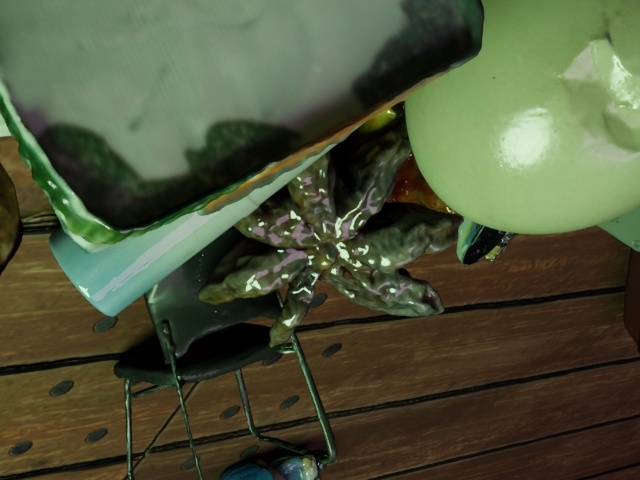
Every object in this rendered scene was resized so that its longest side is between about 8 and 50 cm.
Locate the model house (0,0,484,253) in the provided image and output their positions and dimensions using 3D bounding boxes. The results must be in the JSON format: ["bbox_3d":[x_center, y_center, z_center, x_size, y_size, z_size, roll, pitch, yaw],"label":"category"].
[{"bbox_3d":[-0.095,-0.105,0.953,0.271,0.190,0.301,-30,180,-24],"label":"model house"}]

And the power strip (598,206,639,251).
[{"bbox_3d":[0.341,-0.065,1.505,0.061,0.145,0.215,-48,167,-40],"label":"power strip"}]

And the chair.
[{"bbox_3d":[-0.096,0.094,1.321,0.140,0.221,0.145,-19,-168,-31],"label":"chair"}]

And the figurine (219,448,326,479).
[{"bbox_3d":[-0.055,0.255,1.691,0.136,0.079,0.077,-32,141,-59],"label":"figurine"}]

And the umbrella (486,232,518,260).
[{"bbox_3d":[0.185,-0.039,1.491,0.037,0.040,0.144,-5,138,-34],"label":"umbrella"}]

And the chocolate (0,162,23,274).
[{"bbox_3d":[-0.254,-0.018,0.927,0.127,0.124,0.133,-34,125,10],"label":"chocolate"}]

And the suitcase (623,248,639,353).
[{"bbox_3d":[0.474,0.045,1.836,0.236,0.161,0.297,-30,155,-8],"label":"suitcase"}]

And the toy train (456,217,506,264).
[{"bbox_3d":[0.167,-0.062,1.418,0.052,0.051,0.234,-17,152,-32],"label":"toy train"}]

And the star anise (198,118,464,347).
[{"bbox_3d":[0.002,-0.015,1.204,0.212,0.073,0.196,-10,113,0],"label":"star anise"}]

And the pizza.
[{"bbox_3d":[0.082,-0.057,1.320,0.134,0.056,0.271,-20,152,-10],"label":"pizza"}]

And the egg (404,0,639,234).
[{"bbox_3d":[0.181,-0.125,1.137,0.269,0.219,0.219,-49,151,16],"label":"egg"}]

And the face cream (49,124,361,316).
[{"bbox_3d":[-0.072,-0.050,1.125,0.250,0.077,0.077,-38,154,4],"label":"face cream"}]
